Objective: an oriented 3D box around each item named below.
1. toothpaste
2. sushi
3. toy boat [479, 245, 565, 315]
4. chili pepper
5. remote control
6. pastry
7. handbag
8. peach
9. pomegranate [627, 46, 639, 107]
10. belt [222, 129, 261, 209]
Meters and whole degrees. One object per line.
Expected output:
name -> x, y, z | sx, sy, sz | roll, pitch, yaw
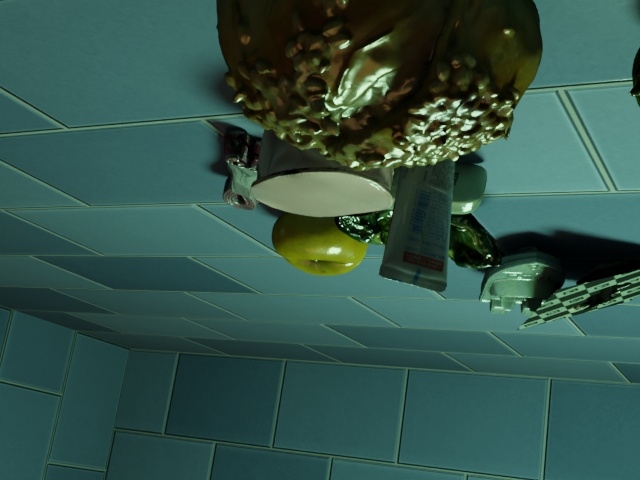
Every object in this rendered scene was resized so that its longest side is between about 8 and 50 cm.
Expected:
toothpaste -> 0.124, -0.060, 1.065 | 0.089, 0.234, 0.057 | 15, 162, -21
sushi -> 0.498, 0.077, 1.636 | 0.263, 0.050, 0.290 | -13, 162, -8
toy boat -> 0.375, 0.076, 1.670 | 0.141, 0.092, 0.319 | 2, 163, 6
chili pepper -> 0.144, -0.036, 1.406 | 0.264, 0.116, 0.148 | 14, 175, -17
remote control -> 0.081, -0.080, 1.294 | 0.309, 0.090, 0.038 | 5, 134, 17
pastry -> 0.052, -0.160, 0.847 | 0.315, 0.184, 0.284 | 17, 163, -30
handbag -> 0.007, -0.105, 1.190 | 0.205, 0.117, 0.179 | -6, 159, 40
peach -> 0.000, 0.000, 1.587 | 0.179, 0.103, 0.179 | 5, 164, 1
pomegranate -> 0.366, -0.159, 0.842 | 0.161, 0.122, 0.122 | -24, 156, 10
belt -> -0.114, -0.103, 1.380 | 0.071, 0.053, 0.232 | 17, 164, 0
